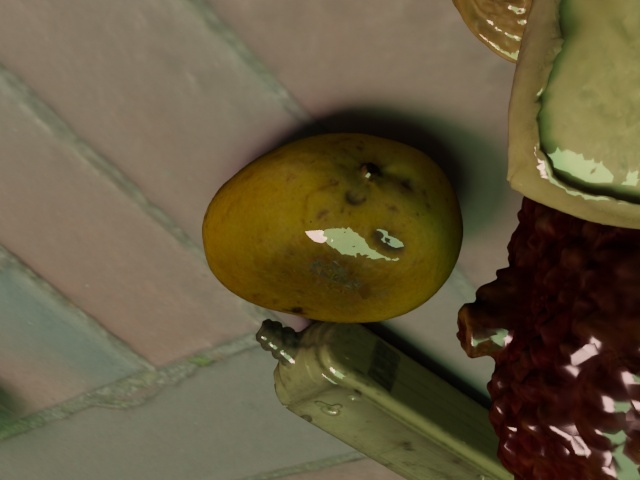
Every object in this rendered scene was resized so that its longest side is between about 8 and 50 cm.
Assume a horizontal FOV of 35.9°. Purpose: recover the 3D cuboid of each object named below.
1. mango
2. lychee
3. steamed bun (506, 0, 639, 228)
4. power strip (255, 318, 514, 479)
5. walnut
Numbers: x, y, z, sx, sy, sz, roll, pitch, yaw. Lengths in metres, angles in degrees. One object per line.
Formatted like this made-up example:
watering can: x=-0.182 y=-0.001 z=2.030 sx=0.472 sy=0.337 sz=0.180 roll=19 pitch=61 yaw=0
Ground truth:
mango: x=0.000 y=0.000 z=0.633 sx=0.137 sy=0.098 sz=0.195 roll=38 pitch=141 yaw=-27
lychee: x=0.207 y=0.054 z=0.514 sx=0.271 sy=0.236 sz=0.236 roll=5 pitch=140 yaw=-7
steamed bun: x=0.195 y=-0.087 z=0.400 sx=0.212 sy=0.110 sz=0.231 roll=29 pitch=96 yaw=-4
power strip: x=0.105 y=0.165 z=0.806 sx=0.387 sy=0.066 sz=0.092 roll=34 pitch=139 yaw=-20
walnut: x=0.104 y=-0.122 z=0.469 sx=0.096 sy=0.082 sz=0.079 roll=28 pitch=169 yaw=0
